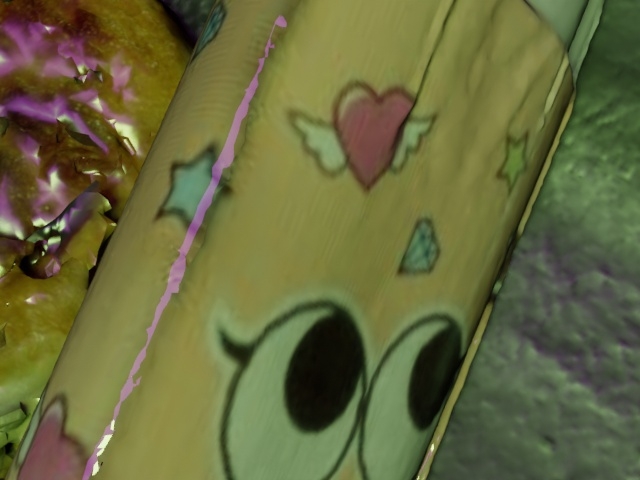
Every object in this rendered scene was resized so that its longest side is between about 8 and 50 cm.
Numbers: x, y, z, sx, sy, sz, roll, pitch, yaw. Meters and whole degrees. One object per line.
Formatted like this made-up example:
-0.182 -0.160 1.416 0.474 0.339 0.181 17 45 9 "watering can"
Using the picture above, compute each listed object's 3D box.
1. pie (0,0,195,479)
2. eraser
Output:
-0.172 -0.025 0.481 0.308 0.085 0.308 5 61 -9 "pie"
0.000 0.000 0.427 0.087 0.171 0.290 16 79 37 "eraser"
